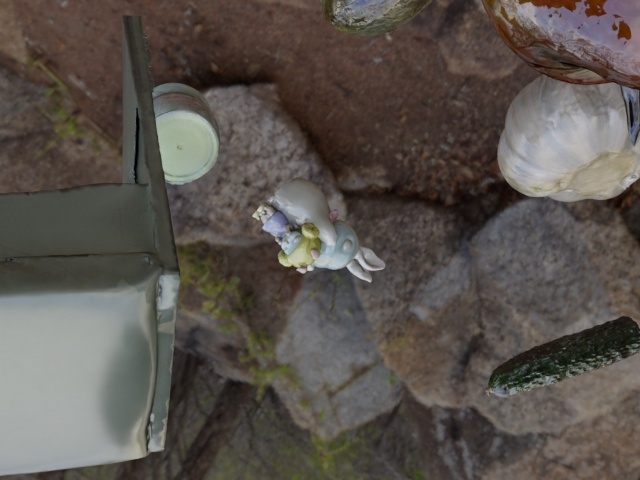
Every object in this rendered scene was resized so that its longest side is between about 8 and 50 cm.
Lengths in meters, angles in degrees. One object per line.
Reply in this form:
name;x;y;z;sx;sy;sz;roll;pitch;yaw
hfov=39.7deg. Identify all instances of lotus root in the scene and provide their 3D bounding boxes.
lotus root;0.105;-0.386;1.221;0.152;0.160;0.275;7;159;-22

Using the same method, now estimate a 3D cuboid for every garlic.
garlic;0.338;-0.146;1.149;0.228;0.152;0.227;-11;143;-9

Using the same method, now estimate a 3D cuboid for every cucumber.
cucumber;0.374;0.186;1.384;0.067;0.294;0.067;165;90;-70

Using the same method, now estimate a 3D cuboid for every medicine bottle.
medicine bottle;-0.253;-0.189;1.554;0.147;0.143;0.147;-6;121;-10

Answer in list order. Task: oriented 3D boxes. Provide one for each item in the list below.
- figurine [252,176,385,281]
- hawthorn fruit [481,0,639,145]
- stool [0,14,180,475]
figurine;0.000;0.000;1.646;0.235;0.155;0.127;45;116;7
hawthorn fruit;0.246;-0.224;0.667;0.268;0.268;0.300;-5;89;42
stool;-0.227;-0.006;0.555;0.244;0.269;0.170;-1;134;-16
